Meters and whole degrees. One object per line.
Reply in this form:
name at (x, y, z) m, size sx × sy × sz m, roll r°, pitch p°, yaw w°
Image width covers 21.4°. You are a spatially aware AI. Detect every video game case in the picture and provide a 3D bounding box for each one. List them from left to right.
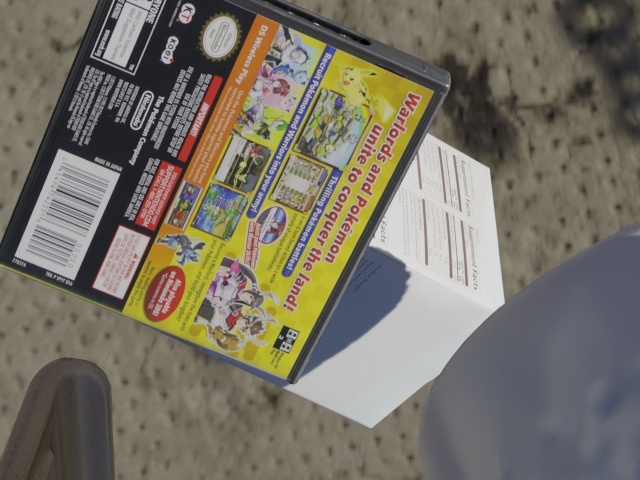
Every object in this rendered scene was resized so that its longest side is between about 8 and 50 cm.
video game case at (-0.076, -0.051, 1.231) m, size 0.248 × 0.035 × 0.275 m, roll 23°, pitch 116°, yaw -9°

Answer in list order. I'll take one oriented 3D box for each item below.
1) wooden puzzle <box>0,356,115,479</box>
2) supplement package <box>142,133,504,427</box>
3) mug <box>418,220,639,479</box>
wooden puzzle at (-0.194, 0.282, 0.928) m, size 0.080 × 0.348 × 0.322 m, roll 7°, pitch 122°, yaw 8°
supplement package at (0.000, 0.000, 1.537) m, size 0.262 × 0.198 × 0.199 m, roll 27°, pitch 129°, yaw -26°
mug at (0.217, 0.152, 0.599) m, size 0.276 × 0.328 × 0.374 m, roll -6°, pitch 145°, yaw -15°
